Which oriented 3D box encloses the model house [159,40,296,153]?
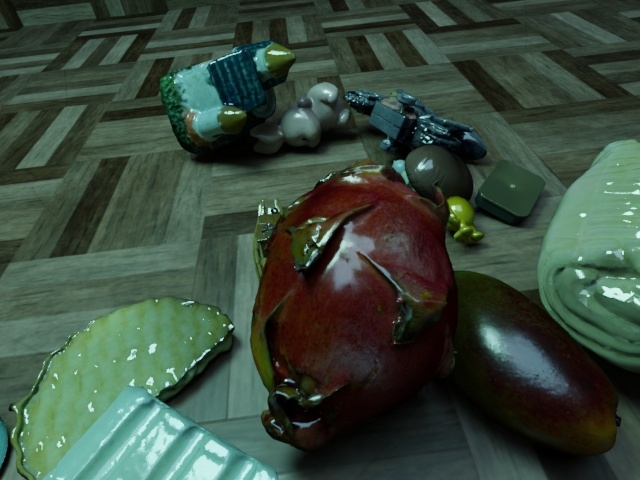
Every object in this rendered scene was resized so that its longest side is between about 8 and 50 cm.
[{"bbox_3d":[-0.152,-0.310,0.874,0.291,0.184,0.253,-1,27,44],"label":"model house"}]

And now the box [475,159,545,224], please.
[{"bbox_3d":[0.328,-0.084,0.739,0.091,0.031,0.126,32,54,16],"label":"box"}]

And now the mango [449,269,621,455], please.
[{"bbox_3d":[0.201,0.121,0.485,0.133,0.111,0.267,-35,40,-2],"label":"mango"}]

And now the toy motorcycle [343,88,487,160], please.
[{"bbox_3d":[0.186,-0.246,0.877,0.173,0.108,0.307,-8,39,-40],"label":"toy motorcycle"}]

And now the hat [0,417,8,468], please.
[{"bbox_3d":[-0.449,0.231,0.460,0.191,0.078,0.138,8,46,15],"label":"hat"}]

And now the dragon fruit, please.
[{"bbox_3d":[0.037,0.062,0.466,0.250,0.250,0.315,10,43,17],"label":"dragon fruit"}]

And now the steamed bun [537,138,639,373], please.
[{"bbox_3d":[0.455,0.021,0.457,0.352,0.247,0.339,-47,27,-25],"label":"steamed bun"}]

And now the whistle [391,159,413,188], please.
[{"bbox_3d":[0.166,-0.118,0.802,0.035,0.035,0.100,-22,58,-17],"label":"whistle"}]

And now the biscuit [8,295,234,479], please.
[{"bbox_3d":[-0.258,0.160,0.548,0.273,0.036,0.187,-36,50,-28],"label":"biscuit"}]

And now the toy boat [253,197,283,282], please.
[{"bbox_3d":[-0.077,0.002,0.674,0.064,0.072,0.206,-8,43,-3],"label":"toy boat"}]

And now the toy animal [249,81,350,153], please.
[{"bbox_3d":[-0.042,-0.242,0.923,0.212,0.124,0.124,-41,49,-4],"label":"toy animal"}]

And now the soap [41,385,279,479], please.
[{"bbox_3d":[-0.183,0.310,0.316,0.208,0.115,0.347,17,47,25],"label":"soap"}]

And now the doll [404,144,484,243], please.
[{"bbox_3d":[0.198,-0.081,0.704,0.145,0.096,0.188,29,42,-22],"label":"doll"}]
